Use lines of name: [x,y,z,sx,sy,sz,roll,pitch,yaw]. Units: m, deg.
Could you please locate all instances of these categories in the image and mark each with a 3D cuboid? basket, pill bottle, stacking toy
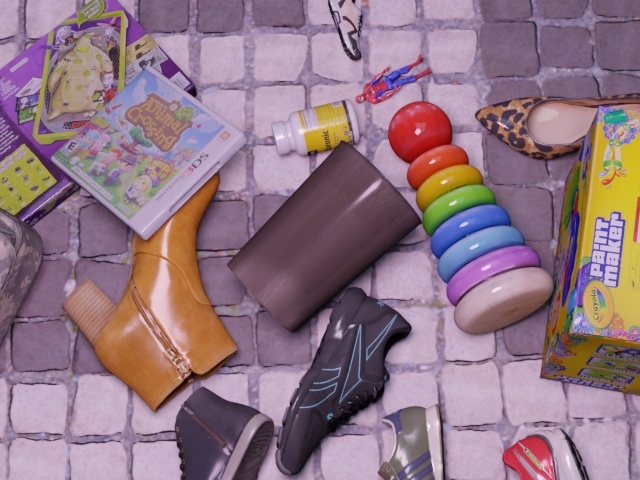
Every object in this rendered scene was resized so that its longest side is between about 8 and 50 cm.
basket: [0.000,0.000,1.827,0.227,0.204,0.154,-44,95,-2]
pill bottle: [-0.007,-0.154,1.927,0.116,0.065,0.065,-13,73,-2]
stacking toy: [0.189,-0.047,1.864,0.141,0.141,0.330,-21,68,-5]

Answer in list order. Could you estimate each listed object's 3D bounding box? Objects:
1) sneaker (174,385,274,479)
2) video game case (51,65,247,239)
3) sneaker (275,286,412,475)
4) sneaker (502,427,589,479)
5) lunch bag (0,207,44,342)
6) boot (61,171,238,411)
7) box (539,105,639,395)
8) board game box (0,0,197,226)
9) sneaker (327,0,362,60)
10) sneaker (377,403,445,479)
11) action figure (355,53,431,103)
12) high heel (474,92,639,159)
sneaker: [-0.157,0.308,1.794,0.118,0.083,0.222,24,81,28]
video game case: [-0.234,-0.123,1.863,0.193,0.023,0.212,-45,56,-12]
sneaker: [0.027,0.192,1.802,0.106,0.101,0.267,25,76,6]
sneaker: [0.304,0.382,1.752,0.118,0.107,0.279,-20,69,15]
lunch bag: [-0.523,0.068,1.753,0.212,0.256,0.305,27,87,12]
boot: [-0.180,0.068,1.855,0.211,0.104,0.295,43,83,7]
box: [0.399,0.025,1.749,0.177,0.279,0.290,9,73,4]
board game box: [-0.372,-0.179,1.956,0.347,0.056,0.208,-39,80,-10]
sneaker: [0.044,-0.311,1.987,0.043,0.040,0.109,-15,73,-5]
sneaker: [0.118,0.309,1.787,0.086,0.064,0.192,-4,72,8]
action figure: [0.100,-0.226,1.967,0.115,0.030,0.038,-30,79,-5]
high heel: [0.343,-0.174,1.859,0.261,0.186,0.093,12,74,5]
